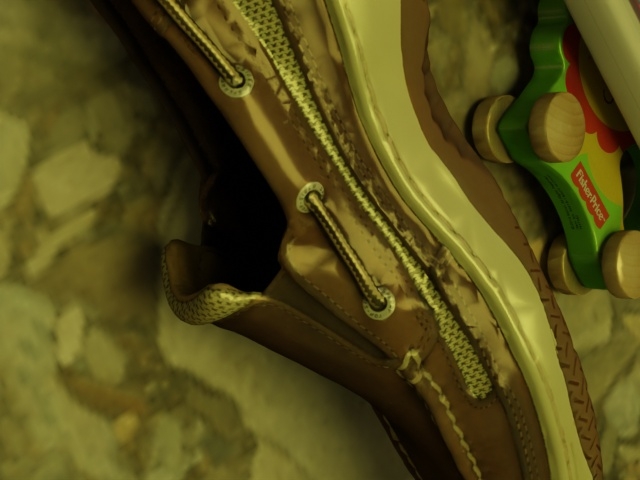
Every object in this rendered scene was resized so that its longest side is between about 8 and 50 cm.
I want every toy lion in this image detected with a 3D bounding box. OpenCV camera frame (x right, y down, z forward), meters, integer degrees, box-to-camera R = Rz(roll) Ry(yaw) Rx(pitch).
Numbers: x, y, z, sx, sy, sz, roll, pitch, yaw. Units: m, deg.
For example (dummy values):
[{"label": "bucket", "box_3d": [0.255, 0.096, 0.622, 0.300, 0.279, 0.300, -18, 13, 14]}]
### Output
[{"label": "toy lion", "box_3d": [0.101, -0.044, 0.606, 0.096, 0.034, 0.100, -50, 123, -31]}]

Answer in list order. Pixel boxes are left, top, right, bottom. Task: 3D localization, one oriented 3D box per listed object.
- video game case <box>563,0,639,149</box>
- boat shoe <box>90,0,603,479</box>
[{"label": "video game case", "box_3d": [0.130, -0.140, 0.601, 0.183, 0.023, 0.201, -53, 125, -32]}, {"label": "boat shoe", "box_3d": [-0.003, -0.001, 0.499, 0.095, 0.095, 0.257, -30, 108, -17]}]
